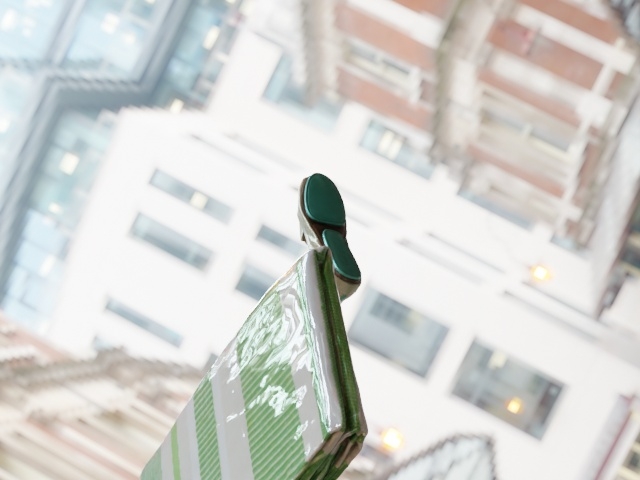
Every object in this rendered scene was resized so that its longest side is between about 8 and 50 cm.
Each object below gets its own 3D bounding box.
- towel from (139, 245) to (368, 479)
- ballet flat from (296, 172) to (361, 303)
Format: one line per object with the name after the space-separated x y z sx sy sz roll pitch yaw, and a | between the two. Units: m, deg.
-0.066 0.185 1.508 0.325 0.038 0.248 -56 28 30 | towel
0.000 0.000 1.821 0.052 0.057 0.168 -54 32 33 | ballet flat
